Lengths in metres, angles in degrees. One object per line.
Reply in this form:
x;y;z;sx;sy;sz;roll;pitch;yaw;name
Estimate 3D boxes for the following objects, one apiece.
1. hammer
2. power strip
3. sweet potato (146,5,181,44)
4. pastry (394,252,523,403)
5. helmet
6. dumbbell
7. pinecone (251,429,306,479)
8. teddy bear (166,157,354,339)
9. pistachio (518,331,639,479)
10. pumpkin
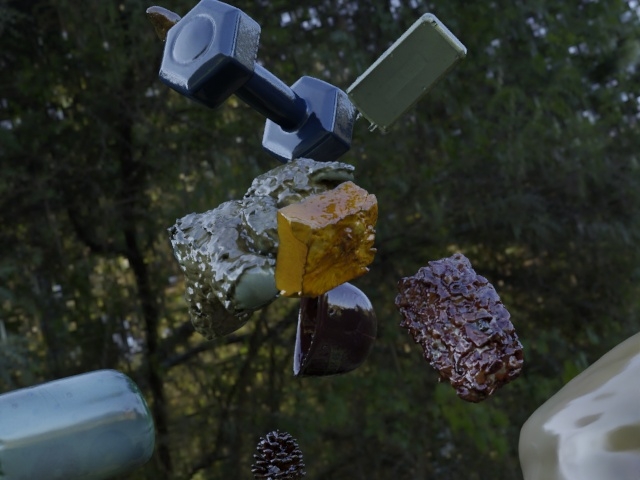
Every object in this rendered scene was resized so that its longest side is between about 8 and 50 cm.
-0.258;0.314;1.192;0.206;0.335;0.119;-13;3;-33;hammer
0.102;-0.205;1.413;0.169;0.076;0.028;-41;9;28;power strip
-0.235;-0.336;1.965;0.053;0.182;0.054;-44;8;-33;sweet potato
0.176;0.107;1.391;0.097;0.208;0.115;2;-54;-34;pastry
0.026;0.114;1.541;0.106;0.155;0.175;7;-53;-6;helmet
-0.086;-0.221;1.669;0.144;0.160;0.325;-11;-28;36;dumbbell
-0.071;0.389;1.963;0.102;0.109;0.102;8;-29;5;pinecone
-0.063;-0.005;1.426;0.256;0.156;0.267;-31;-5;-24;teddy bear
0.305;0.186;0.895;0.365;0.281;0.445;-60;-10;27;pistachio
0.000;0.000;0.850;0.083;0.054;0.074;-25;-45;-38;pumpkin
